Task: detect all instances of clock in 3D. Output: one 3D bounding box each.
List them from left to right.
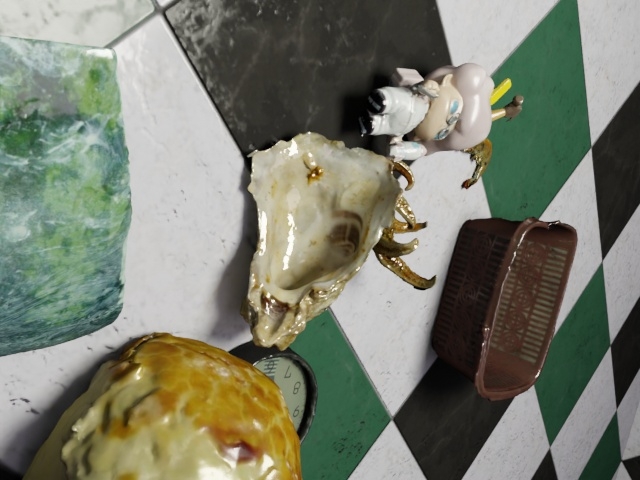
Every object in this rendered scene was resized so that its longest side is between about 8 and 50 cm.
[{"bbox_3d":[-0.077,0.209,0.707,0.184,0.040,0.185,-18,117,-40],"label":"clock"}]

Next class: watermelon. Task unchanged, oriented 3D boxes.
[{"bbox_3d":[-0.264,-0.036,0.383,0.289,0.214,0.320,-3,153,-13],"label":"watermelon"}]

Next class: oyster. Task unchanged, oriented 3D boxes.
[{"bbox_3d":[-0.016,0.003,0.650,0.107,0.161,0.233,45,65,-82],"label":"oyster"}]

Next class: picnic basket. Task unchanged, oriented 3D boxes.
[{"bbox_3d":[0.286,0.097,0.970,0.222,0.129,0.297,6,100,-45],"label":"picnic basket"}]

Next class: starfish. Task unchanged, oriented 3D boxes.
[{"bbox_3d":[0.092,-0.013,0.723,0.190,0.074,0.146,-78,155,-62],"label":"starfish"}]

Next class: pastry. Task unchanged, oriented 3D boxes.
[{"bbox_3d":[-0.115,0.218,0.538,0.256,0.170,0.237,34,73,-15],"label":"pastry"}]

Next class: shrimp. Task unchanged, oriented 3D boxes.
[{"bbox_3d":[0.227,-0.118,0.907,0.114,0.023,0.083,1,107,-50],"label":"shrimp"}]

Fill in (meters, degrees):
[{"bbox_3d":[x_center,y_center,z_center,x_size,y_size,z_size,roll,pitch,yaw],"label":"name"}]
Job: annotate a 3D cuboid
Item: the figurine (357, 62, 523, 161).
[{"bbox_3d":[0.141,-0.161,0.745,0.229,0.112,0.137,-10,136,-36],"label":"figurine"}]
